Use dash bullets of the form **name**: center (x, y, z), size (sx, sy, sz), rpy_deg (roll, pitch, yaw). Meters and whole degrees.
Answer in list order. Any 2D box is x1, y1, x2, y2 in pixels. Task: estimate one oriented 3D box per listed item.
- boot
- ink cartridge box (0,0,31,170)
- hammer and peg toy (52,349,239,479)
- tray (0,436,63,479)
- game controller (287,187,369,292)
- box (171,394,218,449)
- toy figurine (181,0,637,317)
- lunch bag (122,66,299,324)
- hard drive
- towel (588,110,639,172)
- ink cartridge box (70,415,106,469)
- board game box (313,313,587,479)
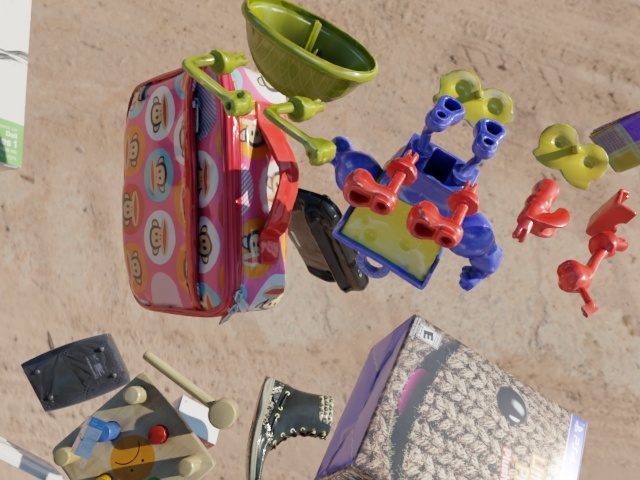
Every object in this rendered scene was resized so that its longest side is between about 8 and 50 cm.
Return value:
- **boot**: center (-0.067, 0.435, 1.310), size (0.179, 0.085, 0.236), rpy_deg (15, 55, -8)
- **ink cartridge box**: center (-0.425, -0.192, 0.667), size (0.160, 0.092, 0.219), rpy_deg (-2, 83, 25)
- **hammer and peg toy**: center (-0.352, 0.411, 1.219), size (0.361, 0.127, 0.266), rpy_deg (-42, 78, -5)
- **tray**: center (-0.783, 0.570, 1.527), size (0.030, 0.145, 0.270), rpy_deg (-57, 131, -24)
- **game controller**: center (0.000, 0.000, 1.208), size (0.166, 0.319, 0.067), rpy_deg (28, 68, 34)
- **box**: center (-0.367, 0.504, 1.538), size (0.130, 0.170, 0.091), rpy_deg (36, 36, -23)
- **toy figurine**: center (0.050, -0.030, 0.526), size (0.362, 0.217, 0.191), rpy_deg (29, 51, 3)
- **lunch bag**: center (-0.127, -0.055, 0.688), size (0.120, 0.258, 0.293), rpy_deg (-2, 91, -46)
- **hard drive**: center (-0.665, 0.357, 1.601), size (0.255, 0.054, 0.172), rpy_deg (-20, 103, 2)
- **towel**: center (0.338, -0.107, 0.619), size (0.060, 0.083, 0.009), rpy_deg (51, 53, -12)
- **ink cartridge box**: center (-0.411, 0.352, 1.018), size (0.028, 0.048, 0.083), rpy_deg (30, 64, -21)
- **board game box**: center (0.178, 0.286, 0.783), size (0.291, 0.141, 0.232), rpy_deg (32, 54, -3)
